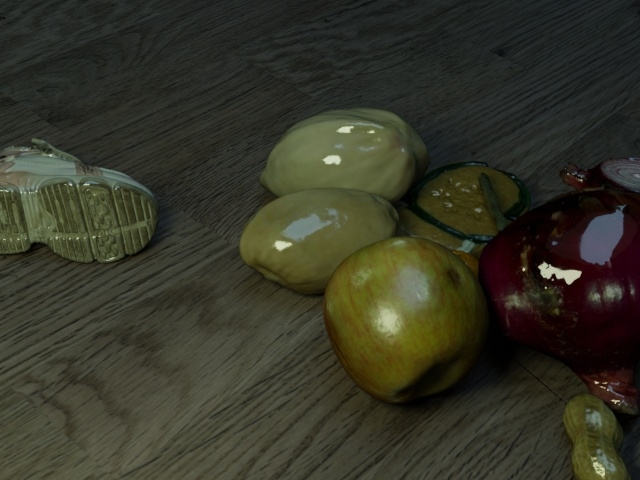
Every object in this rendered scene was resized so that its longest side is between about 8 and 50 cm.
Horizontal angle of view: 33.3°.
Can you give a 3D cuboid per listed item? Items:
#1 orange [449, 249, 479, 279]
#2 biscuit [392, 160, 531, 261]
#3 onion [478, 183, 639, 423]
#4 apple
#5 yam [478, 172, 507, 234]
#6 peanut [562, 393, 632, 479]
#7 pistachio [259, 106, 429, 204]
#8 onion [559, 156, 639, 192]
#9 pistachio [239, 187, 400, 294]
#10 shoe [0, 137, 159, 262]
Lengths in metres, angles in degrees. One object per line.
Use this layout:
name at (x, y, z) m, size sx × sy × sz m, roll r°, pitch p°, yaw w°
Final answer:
orange at (0.228, 0.075, 1.856) m, size 0.135 × 0.118 × 0.136 m, roll 7°, pitch 45°, yaw -7°
biscuit at (0.290, -0.046, 2.060) m, size 0.287 × 0.057 × 0.343 m, roll 33°, pitch 46°, yaw 28°
onion at (0.440, 0.107, 1.727) m, size 0.347 × 0.348 × 0.385 m, roll -9°, pitch 80°, yaw -19°
apple at (0.135, 0.131, 1.673) m, size 0.264 × 0.264 × 0.264 m, roll 4°, pitch 39°, yaw -3°
yam at (0.331, -0.045, 2.005) m, size 0.027 × 0.029 × 0.234 m, roll -16°, pitch 45°, yaw 8°
peanut at (0.420, 0.316, 1.619) m, size 0.089 × 0.089 × 0.193 m, roll 5°, pitch 43°, yaw -3°
pistachio at (0.040, -0.146, 2.021) m, size 0.331 × 0.226 × 0.208 m, roll -7°, pitch 61°, yaw 14°
onion at (0.569, -0.088, 2.091) m, size 0.218 × 0.140 × 0.195 m, roll 13°, pitch 36°, yaw 8°
pistachio at (0.000, 0.000, 1.868) m, size 0.293 × 0.182 × 0.162 m, roll -11°, pitch -2°, yaw -18°
shoe at (-0.459, -0.088, 1.906) m, size 0.350 × 0.172 × 0.198 m, roll 5°, pitch 36°, yaw -6°
